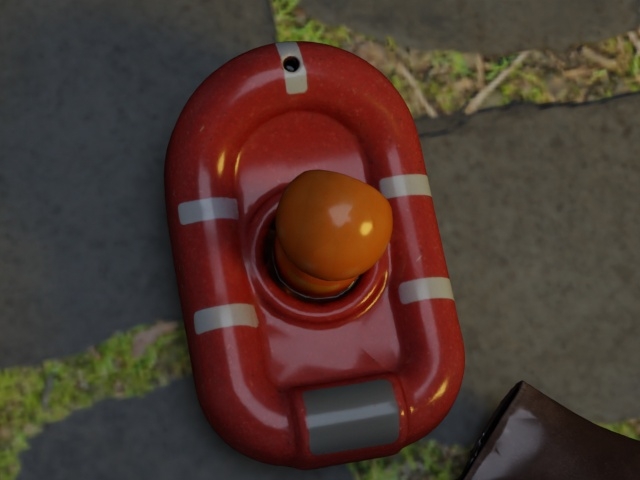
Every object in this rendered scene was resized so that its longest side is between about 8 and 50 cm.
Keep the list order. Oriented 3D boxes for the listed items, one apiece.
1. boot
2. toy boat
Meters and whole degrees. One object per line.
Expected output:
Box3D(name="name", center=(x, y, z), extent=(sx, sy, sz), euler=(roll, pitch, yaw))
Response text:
Box3D(name="boot", center=(0.195, 0.137, 0.793), extent=(0.207, 0.090, 0.248), euler=(37, 76, 0))
Box3D(name="toy boat", center=(0.000, 0.000, 0.770), extent=(0.151, 0.151, 0.231), euler=(-8, 76, -12))
